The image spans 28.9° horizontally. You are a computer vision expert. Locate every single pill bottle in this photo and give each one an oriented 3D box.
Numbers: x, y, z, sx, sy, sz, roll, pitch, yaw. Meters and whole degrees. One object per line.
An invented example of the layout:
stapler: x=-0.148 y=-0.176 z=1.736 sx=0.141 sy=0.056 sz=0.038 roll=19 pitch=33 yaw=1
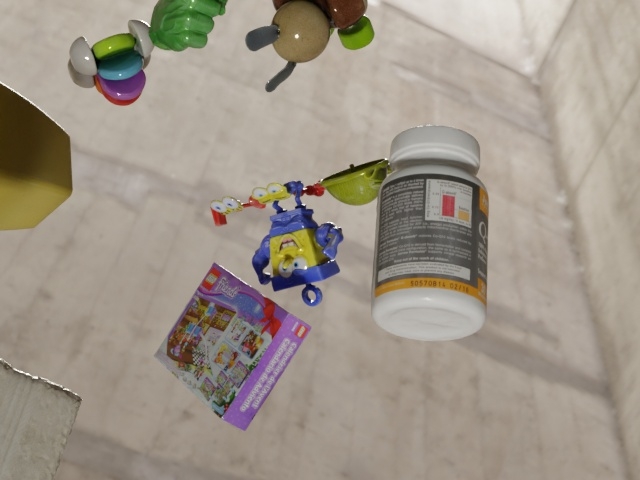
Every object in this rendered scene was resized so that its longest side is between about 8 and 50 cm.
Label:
pill bottle: x=0.157 y=-0.011 z=1.754 sx=0.162 sy=0.162 sz=0.278 roll=14 pitch=-115 yaw=-19

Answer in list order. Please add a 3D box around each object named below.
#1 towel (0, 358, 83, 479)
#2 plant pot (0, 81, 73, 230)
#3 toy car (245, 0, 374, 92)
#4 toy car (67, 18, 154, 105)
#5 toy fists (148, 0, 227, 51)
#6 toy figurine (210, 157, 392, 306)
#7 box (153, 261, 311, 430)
towel: x=-0.450 y=0.311 z=1.708 sx=0.187 sy=0.282 sz=0.049 roll=32 pitch=156 yaw=-35
plant pot: x=-0.577 y=-0.135 z=2.294 sx=0.187 sy=0.212 sz=0.212 roll=20 pitch=-132 yaw=-40
toy car: x=-0.037 y=-0.298 z=1.725 sx=0.149 sy=0.155 sz=0.188 roll=17 pitch=-122 yaw=38
toy car: x=-0.384 y=-0.324 z=2.346 sx=0.159 sy=0.182 sz=0.136 roll=-21 pitch=-96 yaw=-17
toy fists: x=-0.212 y=-0.465 z=2.222 sx=0.096 sy=0.279 sz=0.142 roll=25 pitch=163 yaw=-26
toy figurine: x=0.000 y=0.000 z=2.131 sx=0.191 sy=0.363 sz=0.217 roll=-8 pitch=-95 yaw=-59
box: x=-0.153 y=0.171 z=2.084 sx=0.057 sy=0.201 sz=0.293 roll=34 pitch=178 yaw=-33
